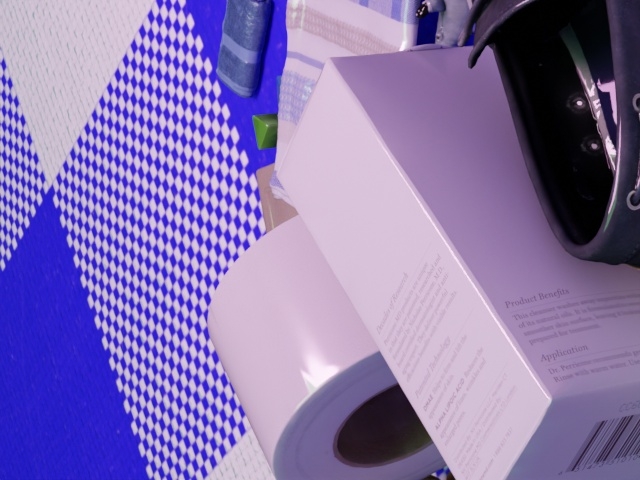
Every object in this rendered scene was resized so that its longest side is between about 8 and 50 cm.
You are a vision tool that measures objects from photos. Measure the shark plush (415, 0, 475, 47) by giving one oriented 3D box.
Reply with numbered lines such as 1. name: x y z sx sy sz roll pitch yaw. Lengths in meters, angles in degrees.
1. shark plush: 0.111 -0.216 1.734 0.073 0.067 0.161 56 140 36

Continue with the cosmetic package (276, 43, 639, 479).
1. cosmetic package: 0.149 0.017 1.588 0.385 0.217 0.156 60 142 35

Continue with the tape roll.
1. tape roll: 0.039 0.101 1.749 0.169 0.246 0.246 63 144 35

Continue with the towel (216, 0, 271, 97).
1. towel: -0.085 -0.219 2.095 0.067 0.029 0.119 45 133 44

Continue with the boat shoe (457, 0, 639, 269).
1. boat shoe: 0.193 -0.200 1.523 0.187 0.156 0.500 -44 58 55

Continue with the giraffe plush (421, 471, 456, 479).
1. giraffe plush: 0.106 0.301 1.809 0.210 0.181 0.170 63 -156 -79

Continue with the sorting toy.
1. sorting toy: 0.000 0.000 1.993 0.196 0.047 0.347 -19 80 63

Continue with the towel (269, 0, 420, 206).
1. towel: 0.020 -0.147 1.836 0.209 0.034 0.285 32 122 53
